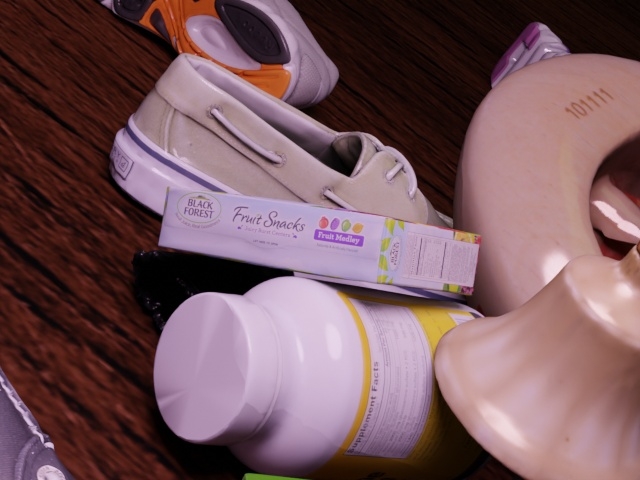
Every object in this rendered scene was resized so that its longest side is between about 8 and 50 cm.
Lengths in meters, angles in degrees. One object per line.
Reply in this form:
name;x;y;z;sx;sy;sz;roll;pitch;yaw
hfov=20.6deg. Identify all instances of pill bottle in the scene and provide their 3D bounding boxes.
pill bottle;0.008;0.073;0.915;0.184;0.103;0.103;10;31;-43

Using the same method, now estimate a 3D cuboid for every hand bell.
hand bell;0.166;-0.001;0.834;0.126;0.242;0.126;23;31;-15

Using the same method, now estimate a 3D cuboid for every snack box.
snack box;0.000;0.000;0.938;0.141;0.037;0.100;9;-1;33

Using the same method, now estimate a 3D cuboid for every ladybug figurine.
ladybug figurine;0.252;0.081;1.078;0.305;0.162;0.449;-28;69;-37

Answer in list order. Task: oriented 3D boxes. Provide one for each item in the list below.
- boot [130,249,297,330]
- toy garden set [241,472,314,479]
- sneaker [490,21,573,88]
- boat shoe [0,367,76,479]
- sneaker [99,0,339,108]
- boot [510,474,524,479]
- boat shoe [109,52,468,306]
boot;-0.066;0.019;1.016;0.099;0.045;0.121;5;36;-44
toy garden set;0.090;0.195;0.694;0.244;0.049;0.203;9;39;-19
sneaker;0.237;-0.124;1.663;0.105;0.095;0.236;33;20;-18
boat shoe;-0.120;0.124;0.637;0.102;0.108;0.301;18;28;-31
sneaker;-0.090;-0.187;1.371;0.262;0.099;0.121;51;20;22
boot;0.140;0.223;0.788;0.264;0.096;0.280;9;32;-45
boat shoe;0.014;-0.022;1.137;0.302;0.094;0.109;22;24;-24
